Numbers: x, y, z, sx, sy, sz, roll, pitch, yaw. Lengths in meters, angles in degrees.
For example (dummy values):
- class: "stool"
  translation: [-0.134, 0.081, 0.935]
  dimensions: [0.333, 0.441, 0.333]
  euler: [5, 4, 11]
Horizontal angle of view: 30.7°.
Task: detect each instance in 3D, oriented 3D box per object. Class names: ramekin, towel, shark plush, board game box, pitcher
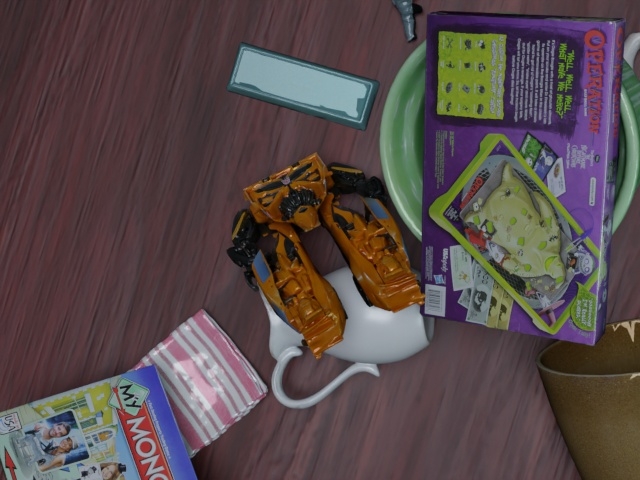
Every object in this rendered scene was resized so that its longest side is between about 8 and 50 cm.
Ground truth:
- class: "ramekin"
  translation: [0.234, -0.116, 1.356]
  dimensions: [0.303, 0.148, 0.303]
  euler: [8, 108, 27]
- class: "towel"
  translation: [-0.182, 0.202, 1.506]
  dimensions: [0.197, 0.029, 0.144]
  euler: [-40, 84, 4]
- class: "shark plush"
  translation: [0.090, -0.335, 1.491]
  dimensions: [0.067, 0.073, 0.161]
  euler: [-20, 107, 25]
- class: "board game box"
  translation: [-0.247, 0.327, 1.395]
  dimensions: [0.213, 0.046, 0.317]
  euler: [-17, 69, -20]
- class: "pitcher"
  translation: [0.033, 0.116, 1.437]
  dimensions: [0.207, 0.125, 0.178]
  euler: [-4, 88, 16]
- class: "board game box"
  translation: [0.213, -0.070, 1.266]
  dimensions: [0.208, 0.056, 0.347]
  euler: [10, 109, 31]

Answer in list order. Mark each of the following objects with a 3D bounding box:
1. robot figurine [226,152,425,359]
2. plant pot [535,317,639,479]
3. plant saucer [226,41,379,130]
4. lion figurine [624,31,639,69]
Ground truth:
- class: "robot figurine"
  translation: [0.000, 0.000, 1.388]
  dimensions: [0.211, 0.085, 0.291]
  euler: [-27, 43, -4]
- class: "plant pot"
  translation: [0.392, 0.238, 1.351]
  dimensions: [0.237, 0.237, 0.254]
  euler: [-12, 98, 7]
- class: "plant saucer"
  translation: [-0.024, -0.200, 1.503]
  dimensions: [0.192, 0.018, 0.067]
  euler: [17, 90, 8]
- class: "lion figurine"
  translation: [0.454, -0.134, 1.400]
  dimensions: [0.392, 0.142, 0.240]
  euler: [3, 97, 21]
